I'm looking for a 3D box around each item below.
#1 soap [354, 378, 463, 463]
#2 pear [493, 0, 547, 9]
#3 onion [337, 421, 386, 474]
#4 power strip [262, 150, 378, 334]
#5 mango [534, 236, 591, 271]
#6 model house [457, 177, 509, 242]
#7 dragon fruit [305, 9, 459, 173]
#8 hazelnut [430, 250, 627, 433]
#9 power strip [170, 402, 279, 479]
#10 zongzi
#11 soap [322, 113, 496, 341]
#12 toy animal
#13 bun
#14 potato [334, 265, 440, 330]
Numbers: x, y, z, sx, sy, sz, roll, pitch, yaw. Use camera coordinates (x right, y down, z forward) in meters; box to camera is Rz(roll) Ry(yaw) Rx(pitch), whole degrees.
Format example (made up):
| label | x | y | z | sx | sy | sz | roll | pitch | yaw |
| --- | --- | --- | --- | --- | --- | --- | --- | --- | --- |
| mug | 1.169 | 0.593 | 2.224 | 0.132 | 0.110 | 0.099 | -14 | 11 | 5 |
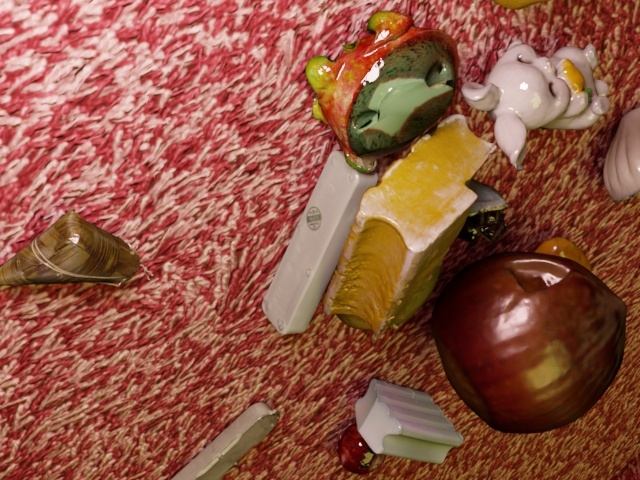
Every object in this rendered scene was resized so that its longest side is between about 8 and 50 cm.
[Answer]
| label | x | y | z | sx | sy | sz | roll | pitch | yaw |
| --- | --- | --- | --- | --- | --- | --- | --- | --- | --- |
| soap | 0.192 | 0.420 | 2.219 | 0.095 | 0.173 | 0.289 | -51 | 141 | 14 |
| pear | 0.327 | -0.461 | 1.471 | 0.209 | 0.209 | 0.209 | -22 | 138 | -21 |
| onion | 0.097 | 0.487 | 2.255 | 0.131 | 0.131 | 0.131 | -22 | 138 | -21 |
| power strip | 0.000 | 0.000 | 1.728 | 0.062 | 0.091 | 0.385 | 0 | 126 | -40 |
| mango | 0.556 | 0.068 | 2.233 | 0.147 | 0.109 | 0.227 | -13 | 140 | 4 |
| model house | 0.282 | -0.043 | 1.884 | 0.106 | 0.165 | 0.152 | -42 | 146 | -25 |
| dragon fruit | 0.112 | -0.245 | 1.563 | 0.295 | 0.130 | 0.268 | -7 | 136 | -35 |
| hazelnut | 0.442 | 0.226 | 2.056 | 0.402 | 0.402 | 0.429 | -38 | 131 | -3 |
| power strip | -0.200 | 0.445 | 2.027 | 0.286 | 0.048 | 0.080 | -44 | 144 | 4 |
| zongzi | -0.387 | 0.047 | 1.480 | 0.184 | 0.084 | 0.187 | -33 | 148 | 13 |
| soap | 0.158 | -0.017 | 1.711 | 0.304 | 0.169 | 0.339 | -44 | 164 | -32 |
| toy animal | 0.381 | -0.252 | 1.703 | 0.325 | 0.208 | 0.154 | -39 | -176 | -33 |
| bun | 0.715 | -0.205 | 2.069 | 0.263 | 0.175 | 0.263 | -24 | 176 | -2 |
| potato | 0.124 | 0.066 | 1.843 | 0.197 | 0.148 | 0.228 | -1 | 121 | -22 |
